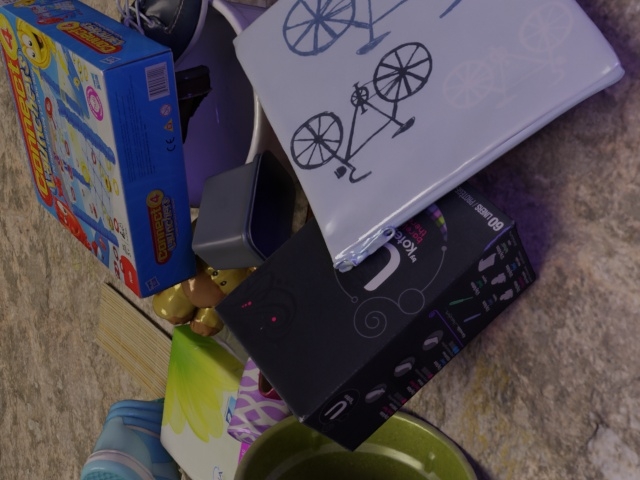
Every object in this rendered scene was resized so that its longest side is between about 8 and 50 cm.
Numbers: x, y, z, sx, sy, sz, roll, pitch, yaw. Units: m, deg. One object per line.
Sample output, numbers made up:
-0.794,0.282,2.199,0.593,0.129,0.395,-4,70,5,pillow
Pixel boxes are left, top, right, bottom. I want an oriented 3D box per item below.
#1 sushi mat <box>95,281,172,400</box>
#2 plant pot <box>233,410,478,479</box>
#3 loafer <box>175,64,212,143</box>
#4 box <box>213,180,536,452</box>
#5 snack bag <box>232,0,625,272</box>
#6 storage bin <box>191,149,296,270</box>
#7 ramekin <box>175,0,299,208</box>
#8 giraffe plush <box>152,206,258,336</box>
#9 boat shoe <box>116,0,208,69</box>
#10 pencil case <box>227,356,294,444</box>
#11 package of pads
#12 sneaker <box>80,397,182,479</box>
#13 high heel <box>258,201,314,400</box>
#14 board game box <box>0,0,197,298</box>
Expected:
-0.340,0.206,1.516,0.316,0.019,0.151,30,118,42,sushi mat
0.037,0.380,0.953,0.276,0.276,0.254,34,134,41,plant pot
-0.189,-0.154,1.021,0.220,0.080,0.078,-25,89,57,loafer
0.058,0.054,0.819,0.270,0.143,0.165,-44,56,-1,box
0.086,-0.184,0.787,0.323,0.037,0.342,-36,57,18,snack bag
-0.089,-0.025,0.945,0.091,0.098,0.135,-11,54,25,storage bin
-0.114,-0.185,1.081,0.277,0.135,0.277,12,106,48,ramekin
-0.142,0.038,1.114,0.210,0.181,0.170,-63,23,-1,giraffe plush
-0.222,-0.263,1.024,0.254,0.079,0.095,-43,66,45,boat shoe
-0.055,0.171,1.052,0.086,0.206,0.088,18,156,6,pencil case
-0.126,0.287,1.221,0.296,0.101,0.229,32,120,42,package of pads
-0.271,0.396,1.394,0.127,0.208,0.319,-15,128,17,sneaker
0.000,0.000,0.949,0.127,0.181,0.377,1,98,49,high heel
-0.285,-0.129,1.016,0.302,0.086,0.308,33,137,39,board game box
